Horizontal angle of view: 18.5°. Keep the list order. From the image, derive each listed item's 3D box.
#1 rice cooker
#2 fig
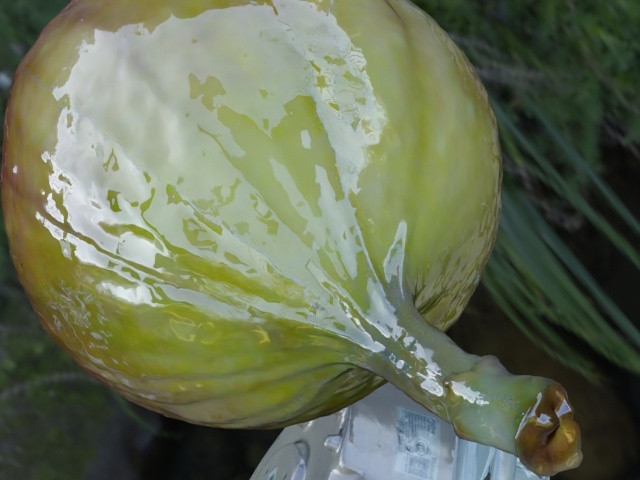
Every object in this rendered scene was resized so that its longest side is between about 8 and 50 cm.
[{"bbox_3d":[0.025,0.145,0.943,0.206,0.127,0.145,122,163,-47],"label":"rice cooker"},{"bbox_3d":[0.003,-0.015,0.563,0.231,0.160,0.143,-4,62,59],"label":"fig"}]
